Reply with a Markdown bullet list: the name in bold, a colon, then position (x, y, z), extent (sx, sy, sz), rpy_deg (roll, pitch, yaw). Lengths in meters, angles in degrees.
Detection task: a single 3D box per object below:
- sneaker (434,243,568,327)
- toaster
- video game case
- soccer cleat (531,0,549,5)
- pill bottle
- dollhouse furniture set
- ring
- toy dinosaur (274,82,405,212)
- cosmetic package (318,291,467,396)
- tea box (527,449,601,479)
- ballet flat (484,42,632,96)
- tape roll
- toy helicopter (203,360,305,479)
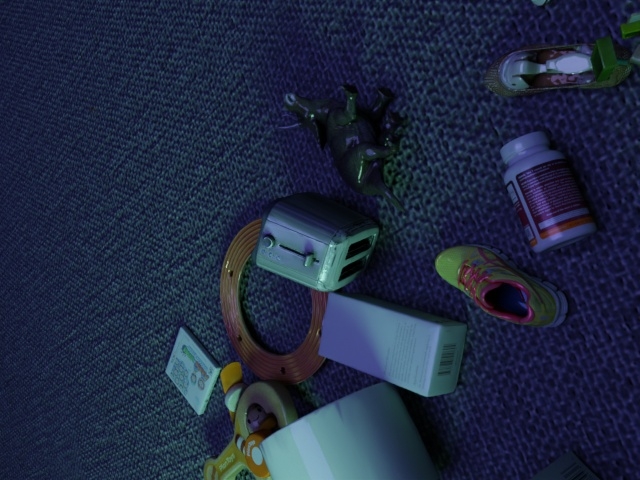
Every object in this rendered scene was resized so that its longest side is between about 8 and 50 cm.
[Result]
- **sneaker**: position (0.243, 0.061, 0.911), extent (0.209, 0.094, 0.081), rpy_deg (26, 112, 40)
- **toaster**: position (0.000, 0.000, 1.071), extent (0.147, 0.227, 0.129), rpy_deg (25, 109, 20)
- **video game case**: position (-0.302, 0.304, 1.487), extent (0.157, 0.019, 0.143), rpy_deg (40, 119, 33)
- **soccer cleat**: position (0.319, -0.347, 0.850), extent (0.083, 0.036, 0.029), rpy_deg (-33, 71, 40)
- **pill bottle**: position (0.301, -0.066, 0.853), extent (0.086, 0.086, 0.152), rpy_deg (-30, 73, 40)
- **dollhouse furniture set**: position (0.395, -0.229, 0.730), extent (0.152, 0.058, 0.076), rpy_deg (-11, 83, 14)
- **ring**: position (-0.086, 0.119, 1.266), extent (0.337, 0.032, 0.336), rpy_deg (5, 97, 43)
- **toy dinosaur**: position (0.067, -0.158, 1.068), extent (0.313, 0.121, 0.160), rpy_deg (55, 138, 20)
- **cosmetic package**: position (0.113, 0.163, 1.041), extent (0.231, 0.086, 0.117), rpy_deg (14, 95, 43)
- **tea box**: position (0.317, 0.515, 0.788), extent (0.329, 0.220, 0.323), rpy_deg (43, 119, 33)
- **ballet flat**: position (0.303, -0.234, 0.851), extent (0.206, 0.067, 0.073), rpy_deg (3, 96, 43)
- **tape roll**: position (0.044, 0.355, 1.015), extent (0.246, 0.246, 0.169), rpy_deg (-41, 65, 37)
- **toy helicopter**: position (-0.159, 0.401, 1.286), extent (0.355, 0.140, 0.235), rpy_deg (-52, 58, 35)
